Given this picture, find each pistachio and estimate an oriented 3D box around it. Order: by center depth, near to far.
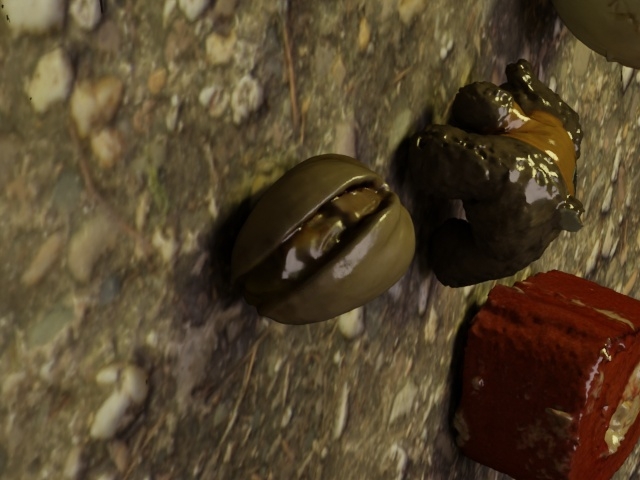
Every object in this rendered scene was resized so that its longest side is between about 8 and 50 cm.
[{"bbox_3d":[0.000,0.000,1.027,0.149,0.113,0.113,-31,127,-39],"label":"pistachio"}]

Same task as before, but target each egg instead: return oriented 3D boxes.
[{"bbox_3d":[0.312,-0.281,1.449,0.201,0.201,0.244,71,35,-45],"label":"egg"}]

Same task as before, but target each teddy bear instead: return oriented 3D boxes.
[{"bbox_3d":[0.165,-0.063,1.308,0.190,0.140,0.177,-66,149,-45],"label":"teddy bear"}]

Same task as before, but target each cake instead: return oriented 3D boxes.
[{"bbox_3d":[0.237,0.139,1.503,0.283,0.151,0.177,-14,123,-62],"label":"cake"}]
